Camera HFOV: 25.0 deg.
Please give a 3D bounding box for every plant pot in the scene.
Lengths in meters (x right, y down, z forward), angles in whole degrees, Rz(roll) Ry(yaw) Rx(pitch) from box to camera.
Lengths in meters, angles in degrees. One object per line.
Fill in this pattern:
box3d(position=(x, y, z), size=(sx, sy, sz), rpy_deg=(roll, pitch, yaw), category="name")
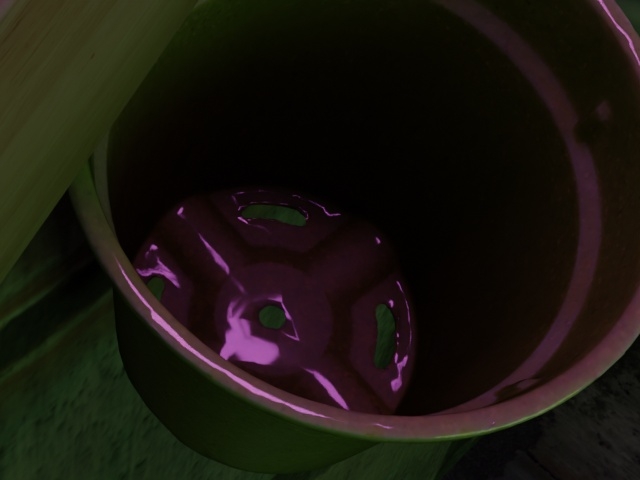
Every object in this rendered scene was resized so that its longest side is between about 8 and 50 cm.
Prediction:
box3d(position=(0.000, 0.000, 0.724), size=(0.276, 0.276, 0.254), rpy_deg=(-42, 171, -25), category="plant pot")

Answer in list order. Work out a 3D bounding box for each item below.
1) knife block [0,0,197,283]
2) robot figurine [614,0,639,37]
box3d(position=(-0.053, -0.109, 0.378), size=(0.242, 0.275, 0.088), rpy_deg=(-16, 154, -8), category="knife block")
box3d(position=(0.235, -0.184, 0.959), size=(0.300, 0.200, 0.353), rpy_deg=(-55, 163, -7), category="robot figurine")
